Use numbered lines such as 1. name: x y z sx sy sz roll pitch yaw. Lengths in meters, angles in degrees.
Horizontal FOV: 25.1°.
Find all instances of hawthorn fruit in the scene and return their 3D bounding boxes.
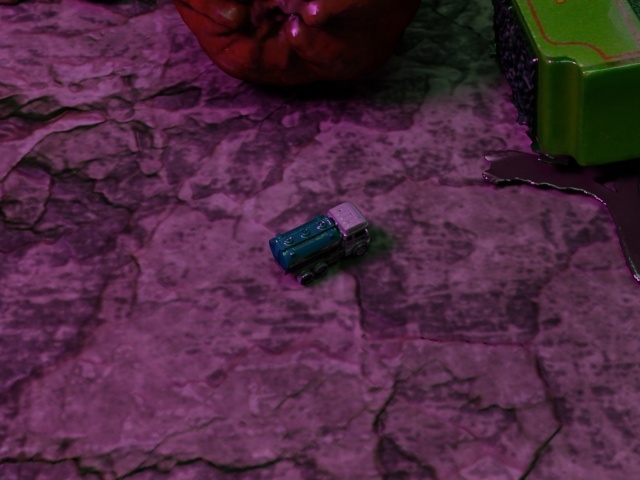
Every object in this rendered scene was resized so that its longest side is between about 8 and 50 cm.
1. hawthorn fruit: -0.022 -0.260 1.249 0.258 0.258 0.262 7 22 6

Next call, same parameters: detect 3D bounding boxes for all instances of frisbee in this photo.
1. frisbee: 0.230 -0.053 1.220 0.187 0.012 0.211 12 51 10

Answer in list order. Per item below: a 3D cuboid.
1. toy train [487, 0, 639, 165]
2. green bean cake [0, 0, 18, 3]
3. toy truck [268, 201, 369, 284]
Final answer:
1. toy train: 0.251 -0.171 1.233 0.188 0.132 0.243 -11 42 -3
2. green bean cake: -0.357 -0.297 1.354 0.179 0.109 0.085 9 50 7
3. toy truck: 0.000 0.000 1.153 0.083 0.044 0.039 -26 58 -20
